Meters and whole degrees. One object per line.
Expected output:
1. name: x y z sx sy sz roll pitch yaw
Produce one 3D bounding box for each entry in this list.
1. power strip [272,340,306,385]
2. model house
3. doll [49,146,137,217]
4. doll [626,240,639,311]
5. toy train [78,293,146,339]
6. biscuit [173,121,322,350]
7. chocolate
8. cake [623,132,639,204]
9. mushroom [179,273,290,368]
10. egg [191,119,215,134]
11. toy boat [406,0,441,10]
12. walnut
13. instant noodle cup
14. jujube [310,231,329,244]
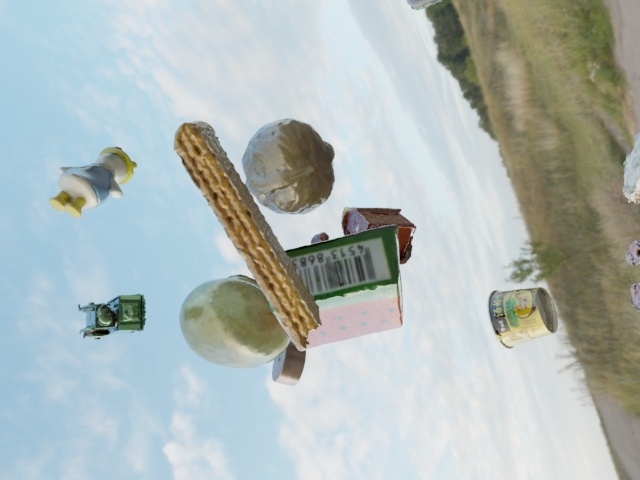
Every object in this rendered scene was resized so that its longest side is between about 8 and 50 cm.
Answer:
1. power strip: -0.108 0.412 1.677 0.078 0.154 0.154 17 -135 -14
2. model house: 0.196 -0.045 1.757 0.254 0.195 0.160 -120 36 -51
3. doll: -0.507 -0.143 1.124 0.241 0.135 0.099 -64 -38 -57
4. doll: 0.866 0.101 1.103 0.284 0.268 0.217 77 -165 -78
5. toy train: -0.585 0.218 1.372 0.154 0.269 0.115 3 -103 -31
6. biscuit: -0.104 -0.007 0.755 0.379 0.054 0.094 60 -176 -8
7. chocolate: 0.047 0.137 1.278 0.341 0.359 0.162 70 -172 -58
8. cake: 0.689 -0.139 0.965 0.135 0.147 0.135 69 -147 -60
9. mushroom: -0.262 0.254 1.530 0.352 0.352 0.261 50 -146 -40
10. egg: -0.413 -0.374 1.702 0.096 0.080 0.080 32 -148 -5
11. toy boat: 0.340 -0.777 1.514 0.099 0.292 0.109 -22 -79 -27
12. walnut: -0.076 -0.186 1.254 0.248 0.248 0.249 47 -148 -43
13. instant noodle cup: 0.500 0.181 1.211 0.151 0.122 0.152 23 -125 -37
14. jujube: 0.000 0.000 2.145 0.129 0.077 0.078 132 125 -70
